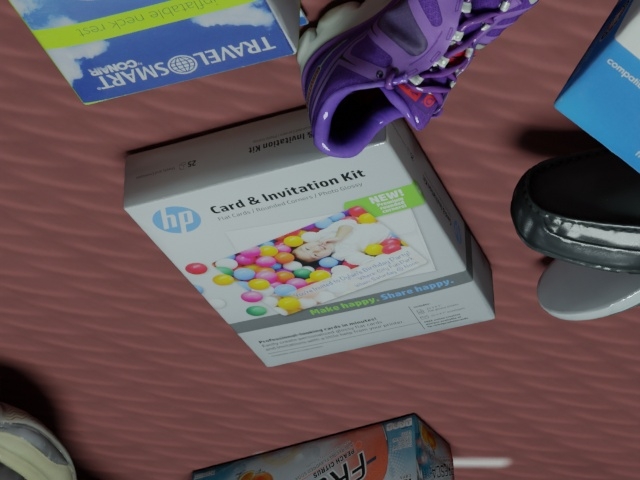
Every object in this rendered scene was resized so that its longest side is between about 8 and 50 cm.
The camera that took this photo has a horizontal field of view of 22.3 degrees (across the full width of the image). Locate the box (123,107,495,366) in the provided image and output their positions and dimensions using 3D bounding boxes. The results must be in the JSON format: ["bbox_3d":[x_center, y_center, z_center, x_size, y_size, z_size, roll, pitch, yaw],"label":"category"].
[{"bbox_3d":[0.000,0.000,0.884,0.145,0.038,0.186,-13,144,17],"label":"box"}]

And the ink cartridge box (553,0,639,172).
[{"bbox_3d":[0.196,-0.127,0.594,0.078,0.134,0.231,38,140,-2],"label":"ink cartridge box"}]

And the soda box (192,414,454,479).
[{"bbox_3d":[0.001,0.179,1.138,0.183,0.058,0.063,-18,143,23],"label":"soda box"}]

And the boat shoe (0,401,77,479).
[{"bbox_3d":[-0.214,0.229,1.112,0.132,0.130,0.355,14,150,28],"label":"boat shoe"}]

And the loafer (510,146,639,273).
[{"bbox_3d":[0.207,-0.033,0.812,0.223,0.076,0.078,-4,140,-2],"label":"loafer"}]

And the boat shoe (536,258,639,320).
[{"bbox_3d":[0.190,0.015,0.904,0.142,0.049,0.040,-23,141,27],"label":"boat shoe"}]

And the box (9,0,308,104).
[{"bbox_3d":[-0.082,-0.123,0.689,0.109,0.042,0.178,-11,145,15],"label":"box"}]

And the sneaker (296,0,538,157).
[{"bbox_3d":[0.055,-0.089,0.719,0.068,0.071,0.170,20,141,-29],"label":"sneaker"}]
